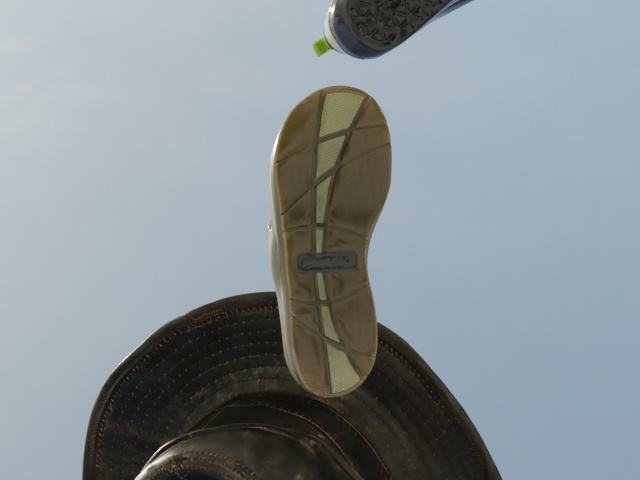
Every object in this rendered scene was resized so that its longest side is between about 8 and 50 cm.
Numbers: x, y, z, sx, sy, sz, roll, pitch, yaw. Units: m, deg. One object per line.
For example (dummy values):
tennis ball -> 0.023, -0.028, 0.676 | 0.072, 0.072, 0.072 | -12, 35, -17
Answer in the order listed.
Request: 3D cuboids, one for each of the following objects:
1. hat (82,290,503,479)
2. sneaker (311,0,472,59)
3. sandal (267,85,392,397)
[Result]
hat -> -0.032, 0.206, 1.017 | 0.331, 0.331, 0.134 | 21, -159, 14
sneaker -> 0.091, -0.226, 1.376 | 0.235, 0.084, 0.097 | -31, -173, -13
sandal -> 0.000, 0.000, 0.952 | 0.072, 0.180, 0.049 | 3, 175, -20
